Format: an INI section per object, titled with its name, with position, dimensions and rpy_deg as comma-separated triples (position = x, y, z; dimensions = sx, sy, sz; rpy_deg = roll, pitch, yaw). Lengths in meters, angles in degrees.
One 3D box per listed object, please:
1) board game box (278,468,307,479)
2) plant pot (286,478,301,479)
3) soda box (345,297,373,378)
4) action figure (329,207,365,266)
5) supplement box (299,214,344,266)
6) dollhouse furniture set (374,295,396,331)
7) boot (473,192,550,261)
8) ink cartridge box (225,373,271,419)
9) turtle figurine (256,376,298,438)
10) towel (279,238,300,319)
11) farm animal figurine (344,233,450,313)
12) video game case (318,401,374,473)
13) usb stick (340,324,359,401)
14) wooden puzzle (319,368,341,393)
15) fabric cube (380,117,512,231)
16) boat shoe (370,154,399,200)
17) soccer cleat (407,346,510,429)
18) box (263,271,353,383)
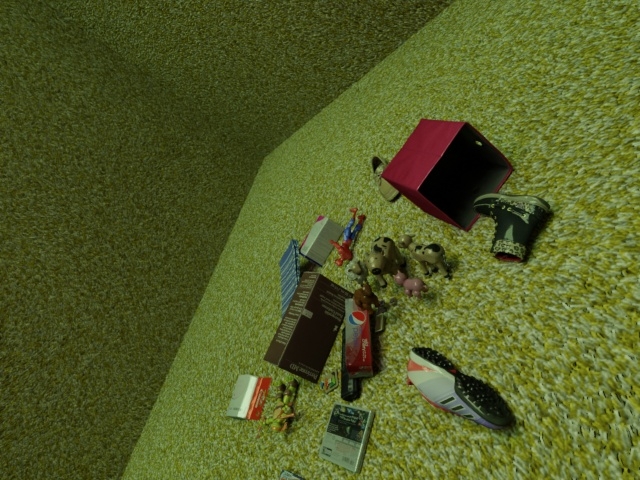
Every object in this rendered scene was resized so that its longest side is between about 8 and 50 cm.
[board game box]
position = -0.080, 0.820, 1.277
dimensions = 0.201, 0.035, 0.136
rpy_deg = -19, 45, 52
[plant pot]
position = -0.019, 0.784, 1.020
dimensions = 0.291, 0.203, 0.291
rpy_deg = -40, 31, 31
[soda box]
position = 0.131, 0.323, 1.378
dimensions = 0.083, 0.092, 0.263
rpy_deg = -6, 44, 9
[action figure]
position = 0.100, -0.002, 1.832
dimensions = 0.139, 0.091, 0.281
rpy_deg = -14, 47, 46
[supplement box]
position = 0.000, 0.000, 1.977
dimensions = 0.220, 0.113, 0.111
rpy_deg = -59, 25, -1
[dollhouse furniture set]
position = 0.200, 0.243, 1.386
dimensions = 0.091, 0.081, 0.114
rpy_deg = -32, 35, 41
[boot]
position = 0.510, -0.040, 1.164
dimensions = 0.236, 0.085, 0.179
rpy_deg = 11, 73, 62
[ink cartridge box]
position = -0.325, 0.699, 1.823
dimensions = 0.232, 0.066, 0.189
rpy_deg = -31, 36, 50
[turtle figurine]
position = -0.141, 0.632, 1.538
dimensions = 0.269, 0.087, 0.217
rpy_deg = -47, 19, 38
[towel]
position = -0.156, 0.187, 1.982
dimensions = 0.243, 0.040, 0.336
rpy_deg = 125, 147, -48
[farm animal figurine]
position = 0.230, 0.071, 1.356
dimensions = 0.330, 0.172, 0.327
rpy_deg = -29, 18, 8
[video game case]
position = 0.079, 0.603, 1.263
dimensions = 0.190, 0.022, 0.173
rpy_deg = -18, 46, 54
[usb stick]
position = 0.102, 0.414, 1.409
dimensions = 0.077, 0.045, 0.278
rpy_deg = -46, 27, 37
[wooden puzzle]
position = 0.037, 0.502, 1.457
dimensions = 0.116, 0.014, 0.079
rpy_deg = -47, 27, 21
[fabric cube]
position = 0.411, -0.227, 1.357
dimensions = 0.259, 0.254, 0.258
rpy_deg = -55, 24, 6
[boat shoe]
position = 0.281, -0.286, 1.823
dimensions = 0.109, 0.098, 0.302
rpy_deg = -42, 29, 28
[soccer cleat]
position = 0.328, 0.382, 1.011
dimensions = 0.318, 0.108, 0.117
rpy_deg = 29, 108, 61
[box]
position = -0.043, 0.332, 1.587
dimensions = 0.143, 0.191, 0.382
rpy_deg = -2, 59, 59
